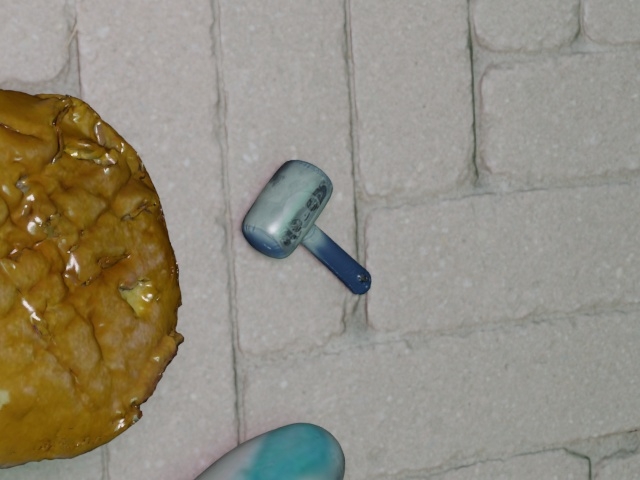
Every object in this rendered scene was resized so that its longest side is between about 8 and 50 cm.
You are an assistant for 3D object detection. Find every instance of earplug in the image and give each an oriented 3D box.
[{"bbox_3d":[-0.094,0.326,2.040,0.324,0.185,0.185,-41,113,-27],"label":"earplug"}]

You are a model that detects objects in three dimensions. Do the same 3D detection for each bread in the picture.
[{"bbox_3d":[-0.314,0.041,1.797,0.398,0.215,0.398,16,68,-46],"label":"bread"}]

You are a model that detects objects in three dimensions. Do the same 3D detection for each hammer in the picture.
[{"bbox_3d":[0.000,0.000,2.116,0.194,0.069,0.116,43,73,-34],"label":"hammer"}]
